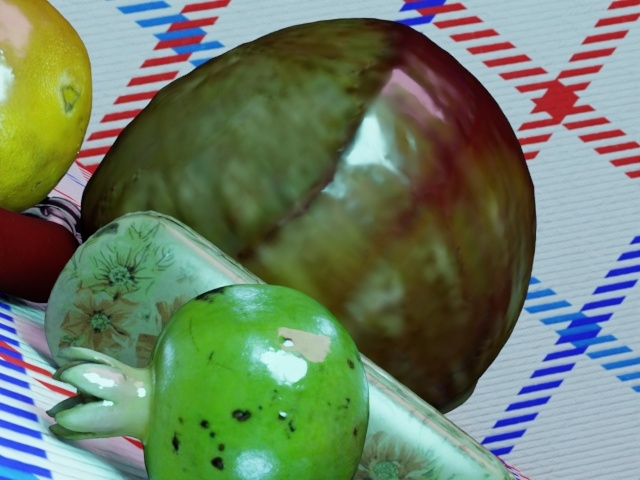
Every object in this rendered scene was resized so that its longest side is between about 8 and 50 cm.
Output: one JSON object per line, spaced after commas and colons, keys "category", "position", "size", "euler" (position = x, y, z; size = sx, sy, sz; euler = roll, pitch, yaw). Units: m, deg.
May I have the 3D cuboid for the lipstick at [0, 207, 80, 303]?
{"category": "lipstick", "position": [-0.274, 0.009, 1.612], "size": [0.080, 0.080, 0.241], "euler": [37, 2, 11]}

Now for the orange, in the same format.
{"category": "orange", "position": [-0.330, -0.134, 1.755], "size": [0.240, 0.240, 0.240], "euler": [36, 2, -1]}

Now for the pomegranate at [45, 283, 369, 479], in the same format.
{"category": "pomegranate", "position": [-0.078, 0.119, 1.328], "size": [0.225, 0.187, 0.187], "euler": [6, 9, -12]}

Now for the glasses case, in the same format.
{"category": "glasses case", "position": [-0.031, 0.142, 1.522], "size": [0.425, 0.156, 0.098], "euler": [37, 10, 2]}

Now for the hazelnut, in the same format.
{"category": "hazelnut", "position": [0.000, 0.000, 1.739], "size": [0.421, 0.421, 0.353], "euler": [36, -3, -26]}

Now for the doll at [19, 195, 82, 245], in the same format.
{"category": "doll", "position": [-0.289, -0.010, 2.016], "size": [0.091, 0.067, 0.219], "euler": [26, 8, -2]}
